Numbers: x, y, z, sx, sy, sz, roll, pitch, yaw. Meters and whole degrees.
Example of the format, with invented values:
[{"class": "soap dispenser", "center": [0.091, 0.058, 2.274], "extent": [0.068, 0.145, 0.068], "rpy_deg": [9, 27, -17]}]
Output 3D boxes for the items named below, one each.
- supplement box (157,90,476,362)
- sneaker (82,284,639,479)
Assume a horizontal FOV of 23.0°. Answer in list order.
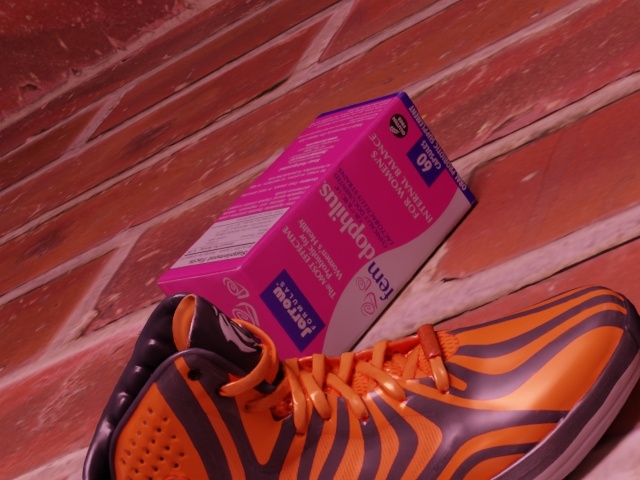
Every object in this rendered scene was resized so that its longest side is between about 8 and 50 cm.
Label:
[{"class": "supplement box", "center": [0.000, 0.000, 1.198], "extent": [0.114, 0.111, 0.220], "rpy_deg": [-9, 32, 52]}, {"class": "sneaker", "center": [0.010, 0.085, 0.855], "extent": [0.321, 0.180, 0.124], "rpy_deg": [-34, 18, 5]}]
